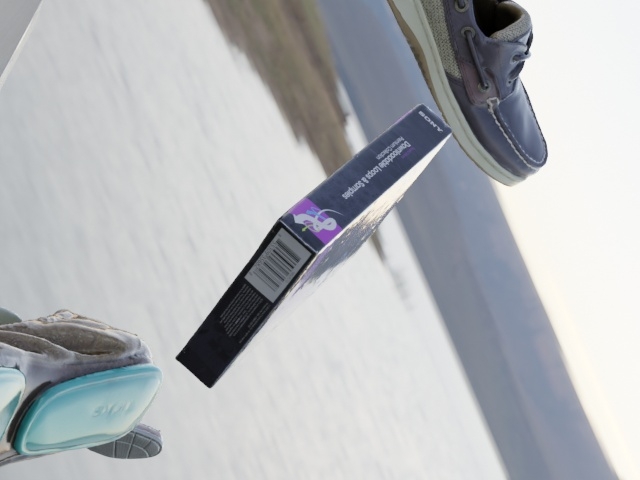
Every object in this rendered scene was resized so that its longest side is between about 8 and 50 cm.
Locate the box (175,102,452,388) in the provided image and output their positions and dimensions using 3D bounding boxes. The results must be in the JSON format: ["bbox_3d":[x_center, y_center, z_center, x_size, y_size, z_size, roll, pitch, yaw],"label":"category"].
[{"bbox_3d":[0.000,0.000,0.739,0.029,0.116,0.162,41,39,4],"label":"box"}]

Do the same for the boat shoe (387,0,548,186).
[{"bbox_3d":[0.134,-0.169,1.185,0.285,0.092,0.103,58,31,-25],"label":"boat shoe"}]

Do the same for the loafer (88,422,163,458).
[{"bbox_3d":[-0.197,0.158,1.213,0.039,0.125,0.045,-94,-162,-46],"label":"loafer"}]

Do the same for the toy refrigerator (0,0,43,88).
[{"bbox_3d":[-0.415,-0.178,1.573,0.094,0.102,0.270,-44,-157,62],"label":"toy refrigerator"}]

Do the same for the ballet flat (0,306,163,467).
[{"bbox_3d":[-0.225,0.089,0.892,0.124,0.116,0.342,33,15,17],"label":"ballet flat"}]
